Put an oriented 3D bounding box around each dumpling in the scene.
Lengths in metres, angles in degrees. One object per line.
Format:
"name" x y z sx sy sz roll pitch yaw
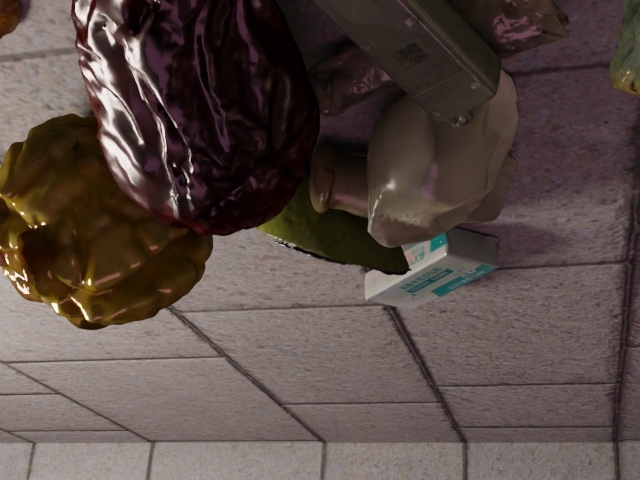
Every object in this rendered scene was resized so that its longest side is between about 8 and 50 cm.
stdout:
"dumpling" 0.138 -0.088 1.036 0.167 0.215 0.126 8 -173 -26

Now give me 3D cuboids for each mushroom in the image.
"mushroom" 0.108 -0.062 1.137 0.247 0.096 0.108 3 157 4

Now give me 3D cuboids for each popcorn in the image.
"popcorn" -0.228 -0.029 1.087 0.332 0.265 0.225 -14 131 -20

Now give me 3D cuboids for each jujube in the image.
"jujube" -0.118 -0.151 0.866 0.217 0.216 0.342 0 148 7

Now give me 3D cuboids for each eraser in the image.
"eraser" 0.164 0.046 1.422 0.096 0.052 0.225 14 154 -26

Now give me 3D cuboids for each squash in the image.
"squash" 0.000 0.000 1.227 0.237 0.154 0.204 10 153 -18

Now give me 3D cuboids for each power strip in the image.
"power strip" 0.055 -0.202 0.813 0.272 0.052 0.078 39 139 -27

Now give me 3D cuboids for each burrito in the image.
"burrito" 0.103 -0.183 0.915 0.275 0.059 0.082 -16 139 35

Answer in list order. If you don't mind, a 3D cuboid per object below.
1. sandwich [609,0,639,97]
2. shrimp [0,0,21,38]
"sandwich" 0.304 -0.182 0.618 0.131 0.325 0.262 7 120 -7
"shrimp" -0.366 -0.214 0.913 0.133 0.051 0.188 23 147 -36
